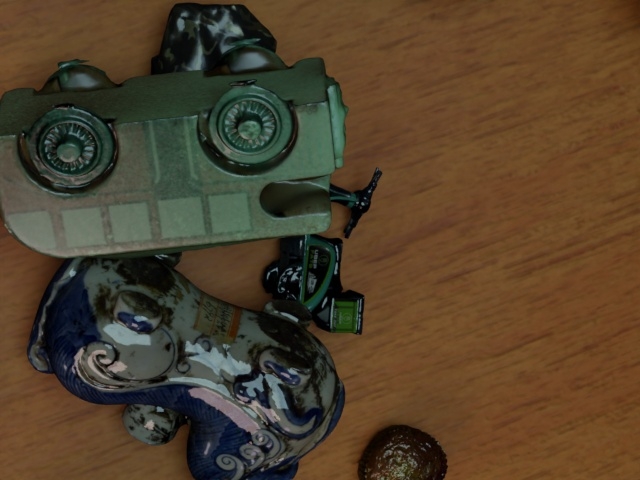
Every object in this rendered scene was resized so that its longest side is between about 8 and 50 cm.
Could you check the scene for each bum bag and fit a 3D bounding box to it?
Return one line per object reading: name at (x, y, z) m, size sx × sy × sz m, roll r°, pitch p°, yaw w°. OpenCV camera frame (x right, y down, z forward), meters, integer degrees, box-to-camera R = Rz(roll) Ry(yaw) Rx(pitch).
bum bag at (-0.130, -0.105, 1.500) m, size 0.102 × 0.069 × 0.248 m, roll 25°, pitch 90°, yaw -31°

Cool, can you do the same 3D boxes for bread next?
bread at (0.081, 0.220, 1.586) m, size 0.085 × 0.053 × 0.085 m, roll -1°, pitch 94°, yaw -16°

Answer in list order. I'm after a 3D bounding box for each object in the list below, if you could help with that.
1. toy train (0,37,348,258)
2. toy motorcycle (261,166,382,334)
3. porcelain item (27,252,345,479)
toy train at (-0.136, -0.073, 1.410) m, size 0.326 × 0.129 × 0.159 m, roll -6°, pitch 114°, yaw 0°
toy motorcycle at (0.000, 0.000, 1.550) m, size 0.100 × 0.058 × 0.173 m, roll 3°, pitch 94°, yaw -23°
porcelain item at (-0.124, 0.121, 1.489) m, size 0.288 × 0.138 × 0.186 m, roll 24°, pitch 118°, yaw -13°
